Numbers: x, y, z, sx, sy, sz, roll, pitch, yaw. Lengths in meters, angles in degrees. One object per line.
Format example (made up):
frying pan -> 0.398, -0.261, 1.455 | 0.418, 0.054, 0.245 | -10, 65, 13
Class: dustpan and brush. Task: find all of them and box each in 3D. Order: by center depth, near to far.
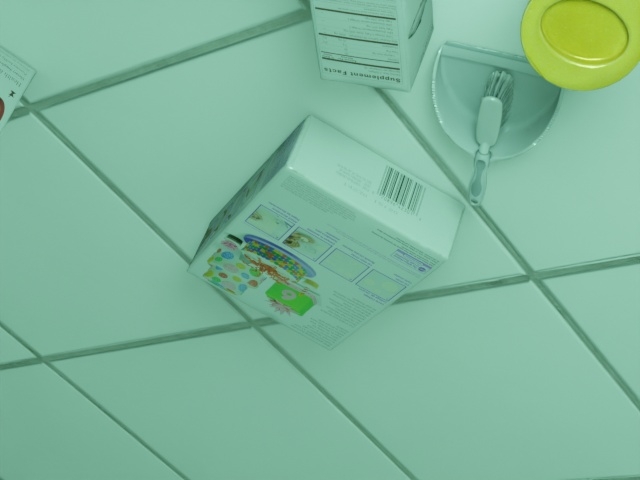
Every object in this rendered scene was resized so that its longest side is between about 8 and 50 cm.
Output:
dustpan and brush -> 0.192, -0.122, 1.654 | 0.147, 0.060, 0.211 | 14, 145, 9

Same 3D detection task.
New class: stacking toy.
stacking toy -> 0.369, -0.260, 1.377 | 0.309, 0.130, 0.279 | 19, 120, -2

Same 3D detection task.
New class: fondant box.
fondant box -> 0.000, 0.000, 1.894 | 0.238, 0.096, 0.330 | 30, 144, -13

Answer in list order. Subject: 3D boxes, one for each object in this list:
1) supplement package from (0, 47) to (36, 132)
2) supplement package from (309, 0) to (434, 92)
supplement package -> -0.508, -0.168, 1.830 | 0.194, 0.203, 0.149 | 34, 144, -19
supplement package -> 0.053, -0.257, 1.500 | 0.105, 0.105, 0.179 | 10, 145, 15
